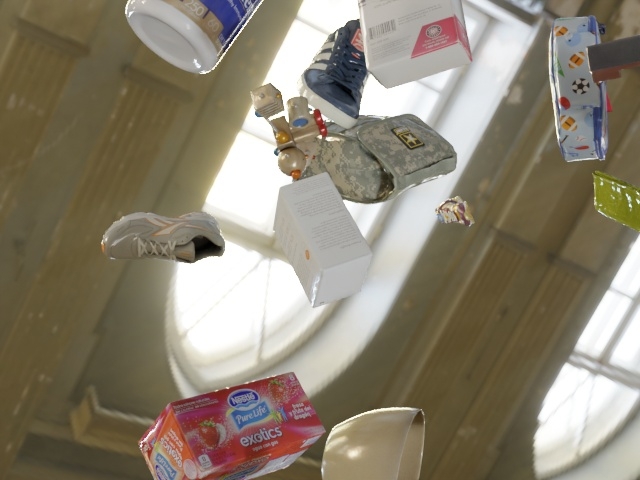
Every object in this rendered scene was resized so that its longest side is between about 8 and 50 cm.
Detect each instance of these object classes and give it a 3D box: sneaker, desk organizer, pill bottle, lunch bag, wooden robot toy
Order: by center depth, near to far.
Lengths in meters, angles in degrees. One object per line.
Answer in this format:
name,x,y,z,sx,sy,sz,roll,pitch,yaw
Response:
wooden robot toy,-0.029,-0.115,1.204,0.173,0.076,0.079,64,-167,-62
pill bottle,-0.152,-0.388,1.469,0.153,0.264,0.153,29,164,9
desk organizer,0.493,-0.292,1.601,0.130,0.047,0.050,-10,161,18
sneaker,0.049,-0.334,1.911,0.131,0.148,0.350,33,-155,-16
sneaker,-0.319,0.003,2.097,0.263,0.099,0.121,-9,-147,-25
lunch bag,0.115,-0.174,2.099,0.287,0.168,0.235,13,-157,37
lunch bag,0.575,-0.335,2.217,0.115,0.303,0.243,-2,164,20
sneaker,0.360,-0.069,2.730,0.185,0.084,0.069,-100,-12,-80

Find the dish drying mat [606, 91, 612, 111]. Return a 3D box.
dish drying mat,0.687,-0.348,2.461,0.032,0.083,0.008,-2,153,-10

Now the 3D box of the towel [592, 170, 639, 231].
towel,0.661,-0.069,2.145,0.021,0.102,0.237,-18,-152,-20

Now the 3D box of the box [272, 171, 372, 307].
box,0.000,0.000,1.645,0.091,0.130,0.170,-19,-117,-19

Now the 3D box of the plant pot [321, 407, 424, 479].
plant pot,0.112,0.506,2.293,0.191,0.284,0.284,9,-176,17

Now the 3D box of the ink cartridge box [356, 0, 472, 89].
ink cartridge box,0.147,-0.377,1.645,0.159,0.217,0.092,-15,159,21

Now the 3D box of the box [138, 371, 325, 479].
box,-0.139,0.310,1.597,0.257,0.128,0.122,-8,-121,-43
